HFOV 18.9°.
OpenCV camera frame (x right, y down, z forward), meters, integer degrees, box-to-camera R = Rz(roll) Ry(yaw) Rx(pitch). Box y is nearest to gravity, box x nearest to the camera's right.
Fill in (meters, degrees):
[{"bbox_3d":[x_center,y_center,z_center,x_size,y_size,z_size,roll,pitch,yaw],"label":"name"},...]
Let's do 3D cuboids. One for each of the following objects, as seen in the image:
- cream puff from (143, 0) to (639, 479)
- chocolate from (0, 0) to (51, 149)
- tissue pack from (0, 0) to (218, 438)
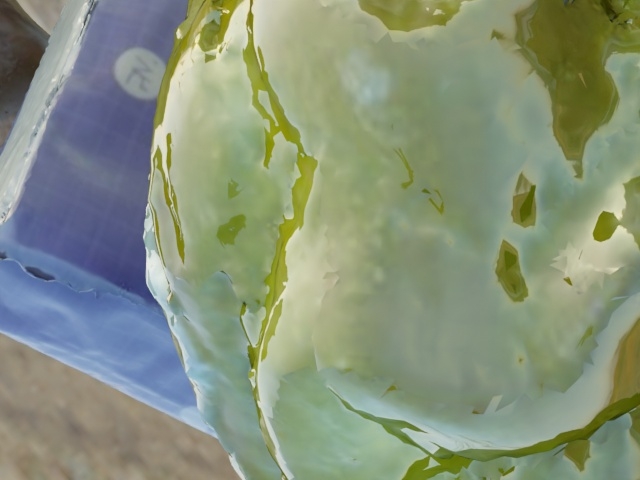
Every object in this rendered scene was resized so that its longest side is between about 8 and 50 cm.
[{"bbox_3d":[0.133,-0.025,0.667,0.275,0.378,0.378,13,139,41],"label":"cream puff"},{"bbox_3d":[-0.271,-0.144,1.182,0.261,0.161,0.083,46,163,33],"label":"chocolate"},{"bbox_3d":[0.000,0.000,1.020,0.344,0.242,0.125,27,145,-15],"label":"tissue pack"}]
